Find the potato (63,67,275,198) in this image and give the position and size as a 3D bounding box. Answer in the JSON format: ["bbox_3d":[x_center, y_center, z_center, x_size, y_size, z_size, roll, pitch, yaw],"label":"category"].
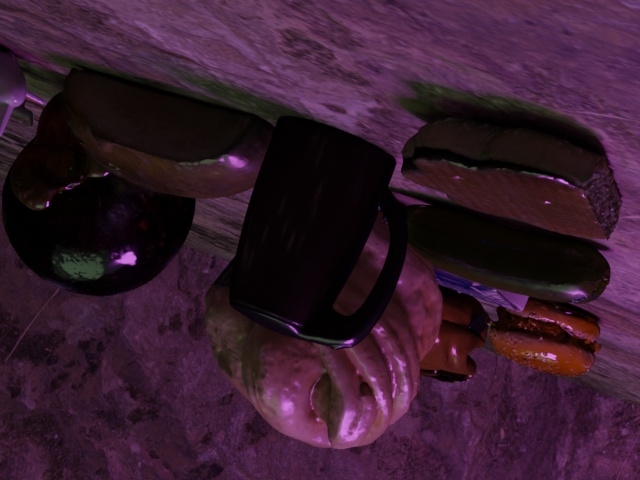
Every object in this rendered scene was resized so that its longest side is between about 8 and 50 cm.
[{"bbox_3d":[-0.164,-0.114,1.793,0.269,0.112,0.255,23,173,-36],"label":"potato"}]

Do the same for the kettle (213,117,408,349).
[{"bbox_3d":[0.000,0.000,1.648,0.202,0.232,0.144,19,175,9],"label":"kettle"}]

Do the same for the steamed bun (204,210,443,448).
[{"bbox_3d":[0.000,0.114,1.978,0.325,0.372,0.230,28,-166,4],"label":"steamed bun"}]

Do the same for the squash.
[{"bbox_3d":[0.208,0.013,1.791,0.331,0.087,0.087,18,174,32],"label":"squash"}]

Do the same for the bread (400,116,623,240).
[{"bbox_3d":[0.175,-0.062,1.346,0.207,0.056,0.286,16,173,15],"label":"bread"}]

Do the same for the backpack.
[{"bbox_3d":[0.104,0.127,2.579,0.353,0.201,0.378,24,171,-42],"label":"backpack"}]

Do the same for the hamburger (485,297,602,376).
[{"bbox_3d":[0.376,0.161,2.398,0.182,0.118,0.191,21,179,28],"label":"hamburger"}]

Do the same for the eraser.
[{"bbox_3d":[0.194,0.033,2.089,0.210,0.068,0.124,18,173,30],"label":"eraser"}]

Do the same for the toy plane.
[{"bbox_3d":[-0.480,-0.211,1.933,0.245,0.117,0.244,19,175,2],"label":"toy plane"}]

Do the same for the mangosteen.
[{"bbox_3d":[-0.318,-0.063,2.028,0.288,0.288,0.288,20,174,2],"label":"mangosteen"}]
